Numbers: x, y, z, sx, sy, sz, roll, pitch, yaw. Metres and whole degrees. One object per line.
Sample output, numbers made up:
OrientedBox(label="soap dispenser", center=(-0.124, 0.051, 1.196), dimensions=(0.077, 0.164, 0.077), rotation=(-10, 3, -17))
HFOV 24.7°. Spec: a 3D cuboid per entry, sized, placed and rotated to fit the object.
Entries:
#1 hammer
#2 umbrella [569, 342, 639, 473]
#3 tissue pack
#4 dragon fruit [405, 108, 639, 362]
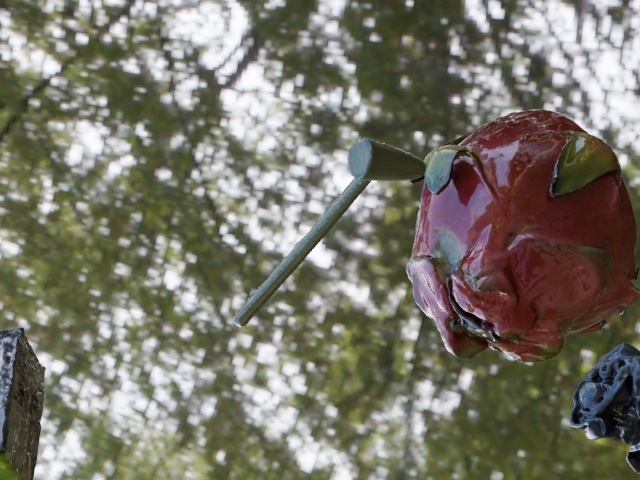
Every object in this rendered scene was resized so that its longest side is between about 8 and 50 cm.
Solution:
OrientedBox(label="hammer", center=(0.000, 0.000, 1.064), dimensions=(0.060, 0.028, 0.195), rotation=(11, -47, -41))
OrientedBox(label="umbrella", center=(0.294, 0.162, 1.141), dimensions=(0.224, 0.071, 0.080), rotation=(29, -74, -31))
OrientedBox(label="tissue pack", center=(-0.375, 0.184, 1.339), dimensions=(0.173, 0.236, 0.073), rotation=(-99, -10, -52))
OrientedBox(label="dragon fruit", center=(0.208, 0.003, 1.717), dimensions=(0.226, 0.305, 0.305), rotation=(-19, -65, -28))
